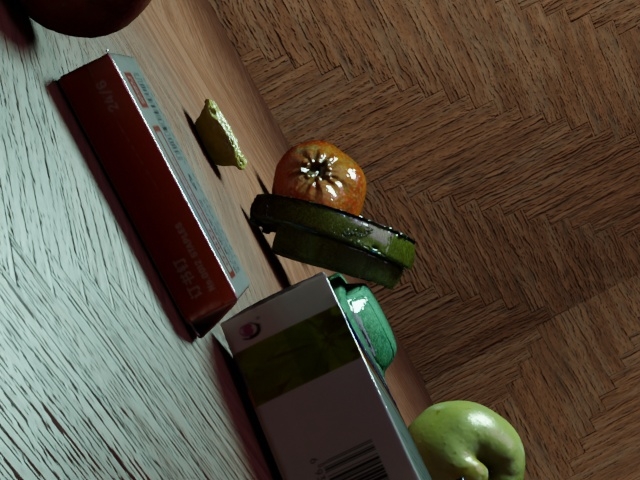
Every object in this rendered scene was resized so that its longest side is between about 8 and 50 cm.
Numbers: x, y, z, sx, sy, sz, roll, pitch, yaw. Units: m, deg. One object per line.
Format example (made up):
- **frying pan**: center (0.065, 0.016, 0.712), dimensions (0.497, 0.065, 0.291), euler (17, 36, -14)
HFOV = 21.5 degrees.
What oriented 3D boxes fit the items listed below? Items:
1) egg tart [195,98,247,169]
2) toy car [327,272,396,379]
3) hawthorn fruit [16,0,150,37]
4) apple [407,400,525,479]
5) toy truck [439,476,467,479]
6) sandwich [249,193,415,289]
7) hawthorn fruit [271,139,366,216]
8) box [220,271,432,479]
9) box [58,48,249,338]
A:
- **egg tart**: center (-0.129, -0.129, 2.123), dimensions (0.105, 0.039, 0.105), euler (62, 4, -7)
- **toy car**: center (0.042, 0.124, 2.227), dimensions (0.141, 0.097, 0.321), euler (63, 4, -6)
- **hawthorn fruit**: center (-0.178, -0.216, 1.285), dimensions (0.138, 0.132, 0.133), euler (-96, 160, -55)
- **apple**: center (0.202, 0.321, 2.431), dimensions (0.200, 0.200, 0.200), euler (62, 3, -6)
- **toy truck**: center (0.179, 0.401, 2.133), dimensions (0.242, 0.101, 0.125), euler (56, 11, -42)
- **sandwich**: center (-0.001, 0.003, 2.250), dimensions (0.235, 0.079, 0.159), euler (22, -12, -40)
- **hawthorn fruit**: center (-0.016, -0.048, 2.754), dimensions (0.165, 0.165, 0.285), euler (64, -20, 17)
- **box**: center (0.037, 0.205, 1.416), dimensions (0.200, 0.106, 0.299), euler (61, 4, -56)
- **box**: center (-0.127, -0.039, 1.342), dimensions (0.229, 0.050, 0.123), euler (63, 5, -4)
